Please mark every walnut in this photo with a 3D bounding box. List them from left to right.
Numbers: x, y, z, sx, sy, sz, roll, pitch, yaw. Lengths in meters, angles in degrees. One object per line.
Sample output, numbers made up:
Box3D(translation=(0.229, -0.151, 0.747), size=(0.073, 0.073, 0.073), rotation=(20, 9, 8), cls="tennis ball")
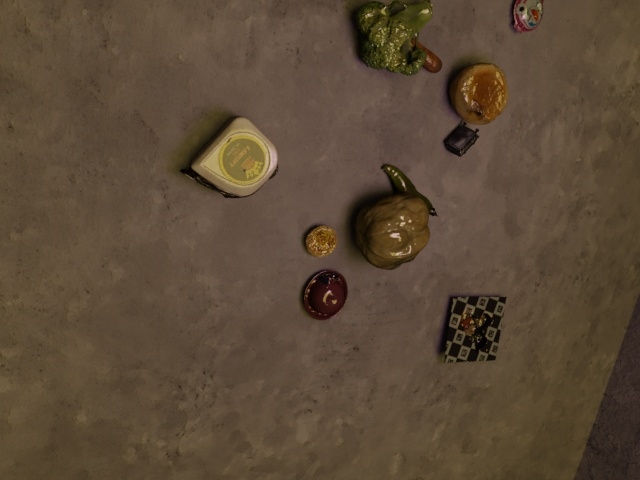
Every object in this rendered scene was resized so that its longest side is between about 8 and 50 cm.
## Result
Box3D(translation=(0.269, -0.037, 1.878), size=(0.277, 0.253, 0.282), rotation=(-27, 115, -25), cls="walnut")

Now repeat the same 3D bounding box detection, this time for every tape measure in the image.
Box3D(translation=(-0.275, -0.239, 1.615), size=(0.271, 0.133, 0.231), rotation=(-47, 113, -4), cls="tape measure")

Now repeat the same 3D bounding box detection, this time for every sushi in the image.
Box3D(translation=(0.713, 0.413, 2.371), size=(0.339, 0.069, 0.320), rotation=(3, 97, -27), cls="sushi")

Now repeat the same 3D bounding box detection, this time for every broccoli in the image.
Box3D(translation=(0.276, -0.687, 1.686), size=(0.302, 0.186, 0.254), rotation=(-11, 101, -4), cls="broccoli")

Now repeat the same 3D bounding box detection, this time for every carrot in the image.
Box3D(translation=(0.374, -0.677, 1.835), size=(0.186, 0.060, 0.060), rotation=(26, 94, -29), cls="carrot")

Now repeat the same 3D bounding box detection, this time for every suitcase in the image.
Box3D(translation=(0.566, -0.402, 2.003), size=(0.126, 0.086, 0.059), rotation=(-45, 147, -7), cls="suitcase")

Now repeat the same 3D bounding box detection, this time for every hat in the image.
Box3D(translation=(0.030, 0.219, 1.940), size=(0.205, 0.089, 0.205), rotation=(-8, 109, -24), cls="hat")

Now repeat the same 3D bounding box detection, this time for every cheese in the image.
Box3D(translation=(0.843, -0.938, 1.982), size=(0.155, 0.062, 0.244), rotation=(31, 91, -29), cls="cheese")

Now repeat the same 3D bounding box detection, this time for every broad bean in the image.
Box3D(translation=(0.359, -0.183, 1.987), size=(0.339, 0.061, 0.077), rotation=(39, 80, -32), cls="broad bean")

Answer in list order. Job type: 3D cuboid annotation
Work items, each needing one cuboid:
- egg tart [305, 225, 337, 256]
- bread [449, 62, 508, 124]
Box3D(translation=(0.000, 0.000, 1.876), size=(0.128, 0.049, 0.129), rotation=(-8, 114, -19), cls="egg tart")
Box3D(translation=(0.607, -0.569, 1.946), size=(0.244, 0.134, 0.244), rotation=(-8, 111, -21), cls="bread")
